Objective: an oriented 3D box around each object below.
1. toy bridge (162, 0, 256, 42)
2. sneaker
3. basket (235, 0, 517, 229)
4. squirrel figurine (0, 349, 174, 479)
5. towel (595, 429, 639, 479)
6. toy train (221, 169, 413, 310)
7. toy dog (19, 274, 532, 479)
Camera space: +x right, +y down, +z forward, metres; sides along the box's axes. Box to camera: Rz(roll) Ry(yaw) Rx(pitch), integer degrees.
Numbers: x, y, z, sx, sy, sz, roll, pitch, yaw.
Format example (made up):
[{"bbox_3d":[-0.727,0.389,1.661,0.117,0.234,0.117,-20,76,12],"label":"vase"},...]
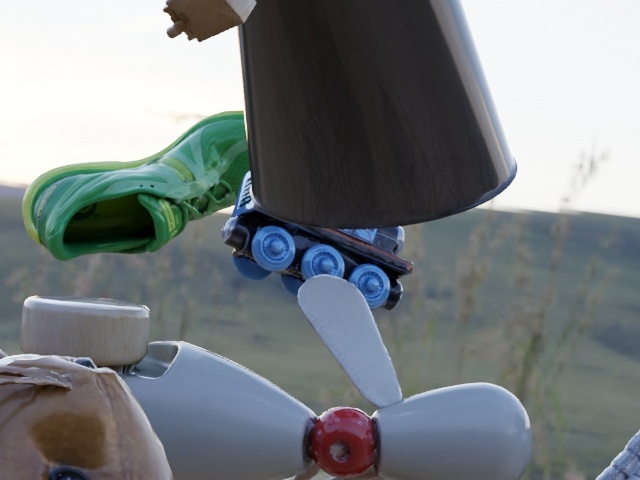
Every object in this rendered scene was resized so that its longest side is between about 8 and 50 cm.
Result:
[{"bbox_3d":[-0.028,-0.153,0.734,0.063,0.188,0.026,-17,-56,43],"label":"toy bridge"},{"bbox_3d":[-0.151,-0.041,1.620,0.295,0.109,0.123,-19,38,-9],"label":"sneaker"},{"bbox_3d":[0.018,-0.143,1.078,0.204,0.227,0.154,6,31,36],"label":"basket"},{"bbox_3d":[-0.263,0.205,0.818,0.370,0.397,0.281,8,-13,-2],"label":"squirrel figurine"},{"bbox_3d":[0.203,0.290,1.185,0.121,0.283,0.235,40,-17,20],"label":"towel"},{"bbox_3d":[0.000,0.000,1.472,0.184,0.105,0.080,22,-18,-18],"label":"toy train"},{"bbox_3d":[-0.044,0.123,1.059,0.333,0.220,0.161,24,6,-2],"label":"toy dog"}]
